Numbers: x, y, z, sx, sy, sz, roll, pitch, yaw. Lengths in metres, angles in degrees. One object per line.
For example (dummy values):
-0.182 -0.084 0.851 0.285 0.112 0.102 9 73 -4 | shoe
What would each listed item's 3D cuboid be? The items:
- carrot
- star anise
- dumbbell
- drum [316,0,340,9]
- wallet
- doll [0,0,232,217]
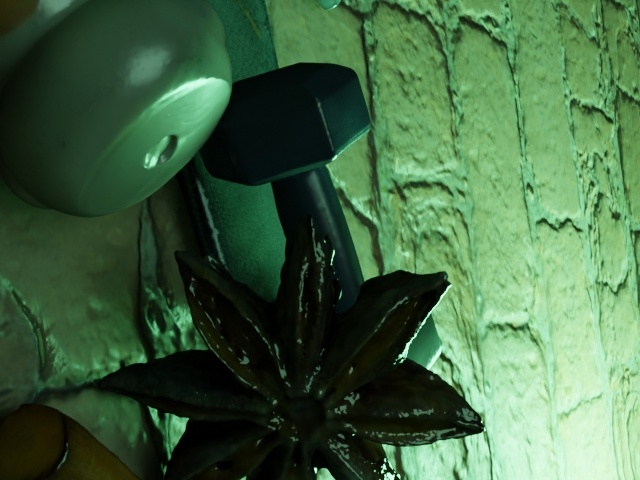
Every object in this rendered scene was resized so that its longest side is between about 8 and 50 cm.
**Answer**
-0.173 0.199 0.928 0.205 0.072 0.072 46 46 -48 | carrot
-0.023 0.130 0.997 0.117 0.331 0.332 -91 163 -77 | star anise
0.000 0.000 1.084 0.144 0.159 0.325 -93 166 -69 | dumbbell
-0.056 -0.347 1.254 0.253 0.049 0.130 63 37 -23 | drum
-0.090 -0.114 1.140 0.190 0.046 0.379 -29 108 -52 | wallet
-0.193 -0.140 0.907 0.251 0.221 0.221 30 54 -76 | doll
